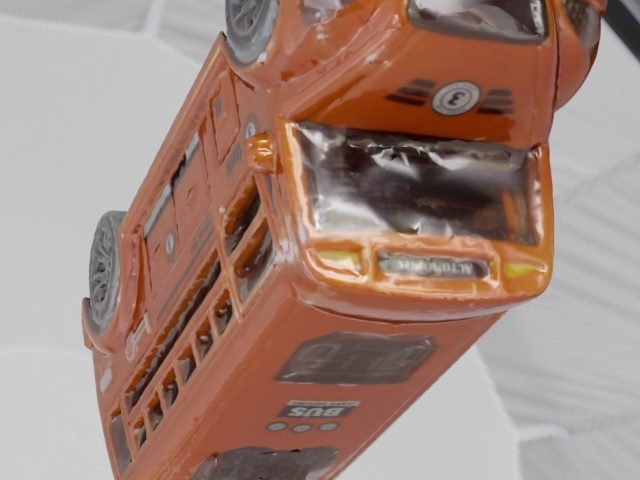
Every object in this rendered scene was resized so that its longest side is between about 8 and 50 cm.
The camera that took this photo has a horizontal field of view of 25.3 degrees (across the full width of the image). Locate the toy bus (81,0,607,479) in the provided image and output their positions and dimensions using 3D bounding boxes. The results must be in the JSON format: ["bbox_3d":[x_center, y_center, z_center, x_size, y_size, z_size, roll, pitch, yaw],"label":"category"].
[{"bbox_3d":[0.000,0.000,0.626,0.143,0.153,0.329,5,-33,-25],"label":"toy bus"}]
